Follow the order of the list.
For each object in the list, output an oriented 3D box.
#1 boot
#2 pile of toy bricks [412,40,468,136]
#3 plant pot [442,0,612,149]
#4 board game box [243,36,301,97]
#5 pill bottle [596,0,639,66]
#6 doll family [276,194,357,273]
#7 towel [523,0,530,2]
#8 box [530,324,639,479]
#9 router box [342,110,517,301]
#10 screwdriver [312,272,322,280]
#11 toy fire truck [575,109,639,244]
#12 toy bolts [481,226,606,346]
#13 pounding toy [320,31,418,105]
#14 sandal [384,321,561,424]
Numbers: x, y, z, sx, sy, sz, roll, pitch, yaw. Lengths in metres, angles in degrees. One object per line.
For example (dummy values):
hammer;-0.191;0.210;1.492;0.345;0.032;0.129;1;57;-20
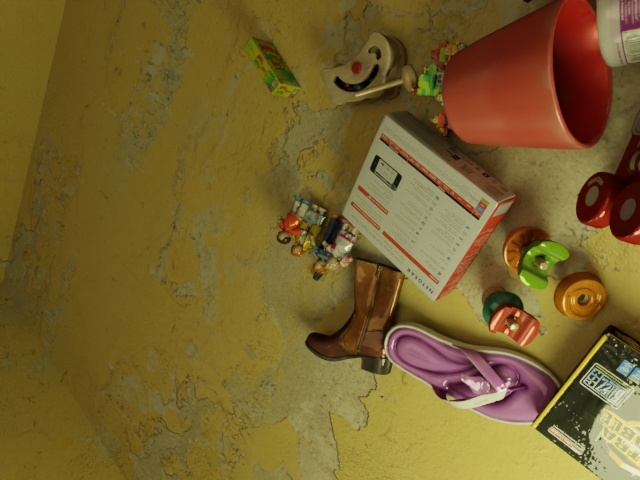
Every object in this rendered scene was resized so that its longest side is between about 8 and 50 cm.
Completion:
boot;0.084;0.186;1.431;0.264;0.096;0.281;11;100;38
pile of toy bricks;0.261;-0.345;1.216;0.105;0.118;0.213;10;100;18
plant pot;0.391;-0.301;1.055;0.243;0.274;0.275;0;94;49
board game box;-0.137;-0.492;1.543;0.043;0.092;0.181;-42;69;33
pill bottle;0.633;-0.397;0.892;0.301;0.169;0.170;0;94;38
doll family;0.000;0.000;1.480;0.262;0.118;0.163;27;94;28
towel;0.505;-0.509;0.947;0.199;0.031;0.274;-49;28;-8
box;0.612;0.356;1.016;0.322;0.079;0.257;37;113;22
router box;0.229;-0.081;1.256;0.335;0.082;0.301;46;134;26
screwdriver;0.027;0.046;1.514;0.170;0.024;0.025;-58;32;20
toy fire truck;0.583;-0.112;0.894;0.169;0.302;0.254;15;103;-3
toy bolts;0.445;0.102;1.145;0.218;0.158;0.229;30;106;-11
pounding toy;0.108;-0.419;1.315;0.269;0.154;0.154;0;99;38
sandal;0.323;0.312;1.232;0.415;0.102;0.170;14;104;30
